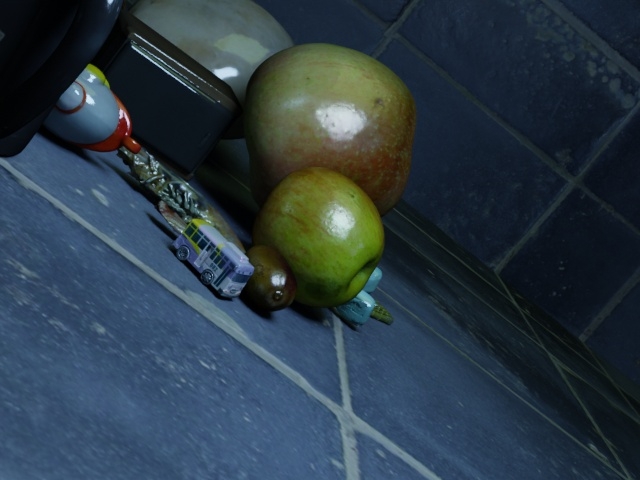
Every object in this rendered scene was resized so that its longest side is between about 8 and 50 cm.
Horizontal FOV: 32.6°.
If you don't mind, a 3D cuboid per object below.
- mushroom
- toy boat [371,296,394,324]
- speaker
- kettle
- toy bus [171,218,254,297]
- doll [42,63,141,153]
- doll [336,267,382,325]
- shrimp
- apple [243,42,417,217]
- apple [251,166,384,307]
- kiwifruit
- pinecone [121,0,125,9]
[{"bbox_3d":[-0.217,-0.313,2.065,0.362,0.294,0.362,18,37,-14],"label":"mushroom"},{"bbox_3d":[0.079,0.109,1.886,0.115,0.016,0.063,27,15,-48],"label":"toy boat"},{"bbox_3d":[-0.268,-0.238,1.776,0.231,0.153,0.192,34,12,-26],"label":"speaker"},{"bbox_3d":[-0.331,-0.250,1.232,0.207,0.290,0.268,28,16,-51],"label":"kettle"},{"bbox_3d":[-0.134,0.022,1.395,0.102,0.058,0.052,43,11,21],"label":"toy bus"},{"bbox_3d":[-0.375,-0.223,1.458,0.336,0.105,0.200,38,-7,0],"label":"doll"},{"bbox_3d":[0.019,0.054,1.740,0.159,0.059,0.159,23,33,-9],"label":"doll"},{"bbox_3d":[-0.194,-0.046,1.503,0.251,0.052,0.143,39,13,-4],"label":"shrimp"},{"bbox_3d":[0.018,-0.164,1.782,0.277,0.319,0.319,-1,14,-1],"label":"apple"},{"bbox_3d":[0.000,0.000,1.580,0.196,0.196,0.196,38,10,-8],"label":"apple"},{"bbox_3d":[-0.071,0.050,1.460,0.075,0.075,0.124,34,14,-26],"label":"kiwifruit"},{"bbox_3d":[-0.442,-0.423,1.809,0.273,0.224,0.224,12,4,14],"label":"pinecone"}]
